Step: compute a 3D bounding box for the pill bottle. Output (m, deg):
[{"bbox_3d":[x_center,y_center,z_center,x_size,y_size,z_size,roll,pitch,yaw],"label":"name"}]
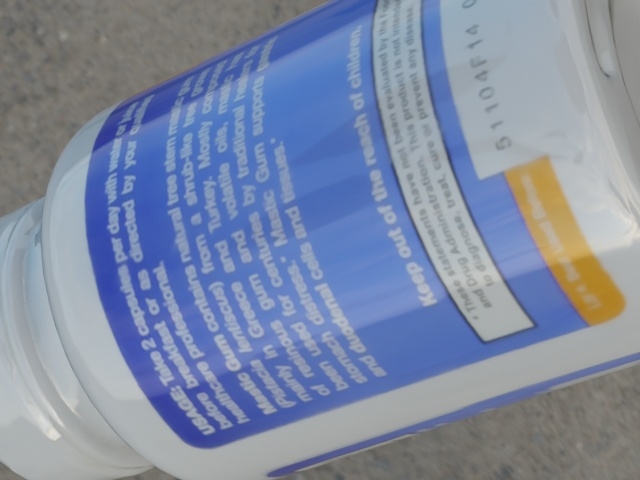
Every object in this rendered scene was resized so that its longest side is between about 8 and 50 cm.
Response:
[{"bbox_3d":[0.000,0.000,0.553,0.272,0.152,0.152,-21,59,28],"label":"pill bottle"}]
